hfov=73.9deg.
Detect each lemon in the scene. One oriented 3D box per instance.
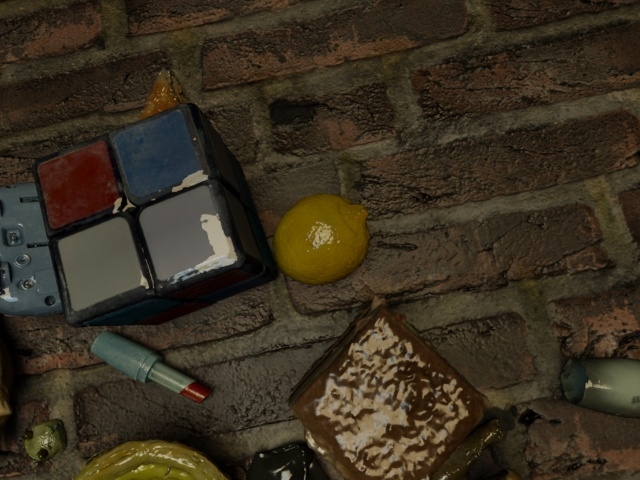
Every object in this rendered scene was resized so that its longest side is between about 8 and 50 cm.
[{"bbox_3d":[0.000,0.000,0.886,0.244,0.187,0.186,-30,76,30],"label":"lemon"}]

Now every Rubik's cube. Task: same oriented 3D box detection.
[{"bbox_3d":[-0.297,-0.026,0.843,0.314,0.318,0.316,-21,77,1],"label":"Rubik's cube"}]

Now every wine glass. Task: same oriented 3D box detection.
[{"bbox_3d":[0.587,0.283,0.819,0.205,0.111,0.111,7,79,4],"label":"wine glass"}]

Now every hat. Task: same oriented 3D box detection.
[{"bbox_3d":[-0.591,0.427,0.904,0.076,0.059,0.077,-25,73,-6],"label":"hat"}]

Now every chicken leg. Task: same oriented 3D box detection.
[{"bbox_3d":[0.281,0.416,0.838,0.198,0.085,0.069,-33,111,-10],"label":"chicken leg"}]

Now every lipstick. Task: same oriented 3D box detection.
[{"bbox_3d":[-0.359,0.277,0.914,0.274,0.061,0.068,24,80,8],"label":"lipstick"}]

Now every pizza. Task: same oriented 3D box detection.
[{"bbox_3d":[-0.375,-0.324,1.042,0.185,0.052,0.195,-2,83,11],"label":"pizza"}]

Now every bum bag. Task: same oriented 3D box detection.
[{"bbox_3d":[-0.009,0.533,0.829,0.142,0.079,0.326,-43,80,-1],"label":"bum bag"}]

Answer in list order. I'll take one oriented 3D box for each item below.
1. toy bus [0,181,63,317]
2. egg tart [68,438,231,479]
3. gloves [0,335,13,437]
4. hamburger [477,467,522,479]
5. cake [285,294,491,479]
[{"bbox_3d":[-0.593,0.031,0.906,0.197,0.232,0.294,-11,73,-35],"label":"toy bus"},{"bbox_3d":[-0.322,0.525,0.800,0.346,0.132,0.344,0,90,-8],"label":"egg tart"},{"bbox_3d":[-0.743,0.299,0.890,0.203,0.155,0.356,-19,62,-7],"label":"gloves"},{"bbox_3d":[0.266,0.512,0.716,0.260,0.283,0.144,-30,67,-23],"label":"hamburger"},{"bbox_3d":[0.102,0.280,0.770,0.256,0.290,0.282,41,87,12],"label":"cake"}]
